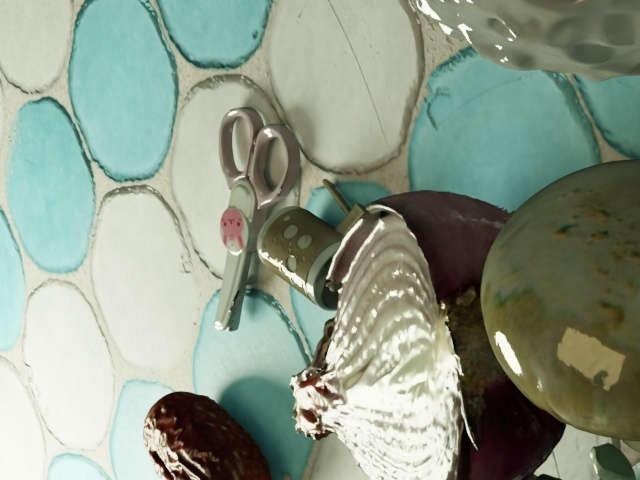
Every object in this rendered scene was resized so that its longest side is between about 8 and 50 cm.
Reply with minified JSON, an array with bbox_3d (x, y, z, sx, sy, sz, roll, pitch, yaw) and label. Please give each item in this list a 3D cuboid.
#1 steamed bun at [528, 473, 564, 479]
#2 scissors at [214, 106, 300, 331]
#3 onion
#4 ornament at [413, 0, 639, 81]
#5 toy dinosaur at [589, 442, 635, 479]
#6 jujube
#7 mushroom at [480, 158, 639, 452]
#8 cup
[{"bbox_3d":[0.180,0.314,1.311,0.218,0.144,0.211,-41,39,6],"label":"steamed bun"},{"bbox_3d":[-0.080,-0.016,1.638,0.118,0.031,0.242,34,121,42],"label":"scissors"},{"bbox_3d":[0.102,0.102,1.361,0.349,0.159,0.267,152,112,-65],"label":"onion"},{"bbox_3d":[0.177,-0.267,1.030,0.337,0.337,0.337,16,111,48],"label":"ornament"},{"bbox_3d":[0.247,0.249,1.122,0.393,0.092,0.205,14,109,18],"label":"toy dinosaur"},{"bbox_3d":[-0.127,0.236,1.698,0.112,0.109,0.176,-47,54,6],"label":"jujube"},{"bbox_3d":[0.240,0.068,1.146,0.243,0.244,0.243,16,111,48],"label":"mushroom"},{"bbox_3d":[-0.006,0.002,1.519,0.099,0.074,0.102,34,124,41],"label":"cup"}]
